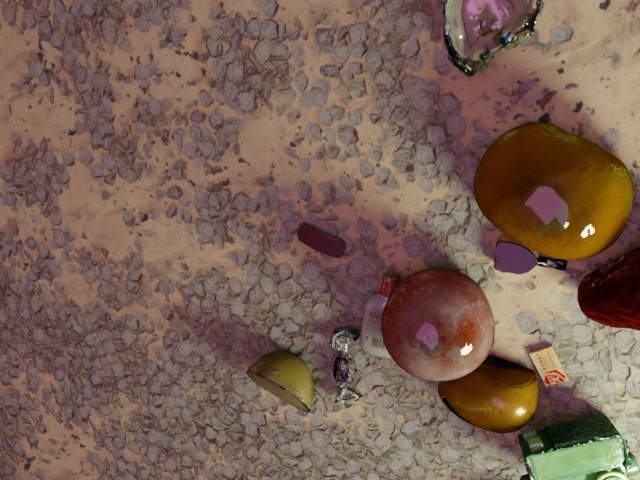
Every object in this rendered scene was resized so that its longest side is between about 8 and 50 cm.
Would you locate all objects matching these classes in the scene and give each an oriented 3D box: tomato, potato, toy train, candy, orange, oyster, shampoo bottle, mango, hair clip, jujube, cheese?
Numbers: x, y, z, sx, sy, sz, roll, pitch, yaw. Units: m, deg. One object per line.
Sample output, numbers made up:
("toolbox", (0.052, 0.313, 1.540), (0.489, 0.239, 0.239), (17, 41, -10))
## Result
("tomato", (0.272, 0.204, 1.756), (0.270, 0.227, 0.270), (3, 105, 12))
("potato", (-0.091, 0.368, 2.043), (0.202, 0.117, 0.182), (26, 156, 15))
("toy train", (0.591, 0.520, 1.737), (0.271, 0.159, 0.188), (-16, 97, 8))
("candy", (0.069, 0.337, 1.995), (0.094, 0.051, 0.226), (7, 109, 19))
("orange", (0.494, -0.104, 1.604), (0.334, 0.196, 0.263), (35, 104, 18))
("oyster", (0.359, -0.473, 1.585), (0.198, 0.092, 0.260), (21, 105, 17))
("shampoo bottle", (0.163, 0.189, 1.903), (0.108, 0.051, 0.221), (15, 111, 20))
("mango", (0.401, 0.381, 1.812), (0.236, 0.136, 0.166), (17, 117, 25))
("hair clip", (-0.001, 0.001, 1.934), (0.137, 0.022, 0.054), (25, 118, 15))
("jujube", (0.682, 0.105, 1.586), (0.255, 0.190, 0.190), (-14, 101, 45))
("cheese", (0.482, 0.042, 1.720), (0.162, 0.036, 0.086), (10, 108, 21))

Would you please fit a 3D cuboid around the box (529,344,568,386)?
("box", (0.545, 0.300, 1.786), (0.058, 0.015, 0.093), (-25, 95, 30))
